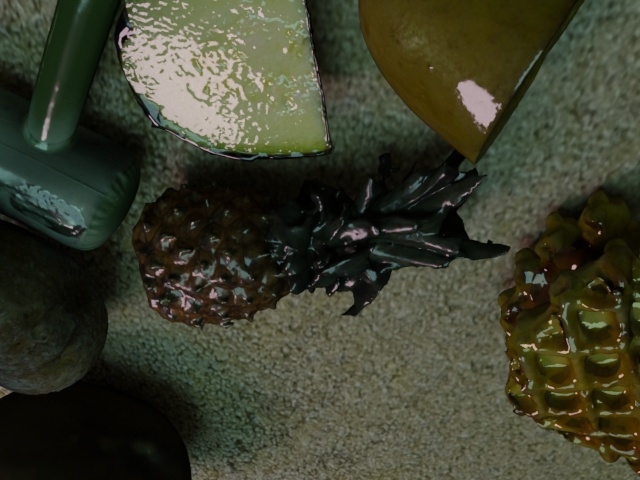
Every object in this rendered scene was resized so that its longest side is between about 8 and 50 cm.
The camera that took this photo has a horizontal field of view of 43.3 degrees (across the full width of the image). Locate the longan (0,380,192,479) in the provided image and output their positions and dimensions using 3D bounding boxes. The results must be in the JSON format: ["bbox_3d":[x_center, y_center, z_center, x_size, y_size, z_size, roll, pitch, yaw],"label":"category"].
[{"bbox_3d":[-0.336,0.338,1.080,0.319,0.319,0.319,8,132,9],"label":"longan"}]

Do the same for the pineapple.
[{"bbox_3d":[0.000,0.004,0.791,0.365,0.165,0.165,-7,129,18],"label":"pineapple"}]

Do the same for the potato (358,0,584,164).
[{"bbox_3d":[0.108,-0.176,0.604,0.158,0.178,0.203,35,157,4],"label":"potato"}]

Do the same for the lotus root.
[{"bbox_3d":[-0.335,0.071,0.868,0.175,0.175,0.349,7,158,9],"label":"lotus root"}]

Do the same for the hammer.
[{"bbox_3d":[-0.242,-0.150,0.757,0.206,0.119,0.335,26,126,-9],"label":"hammer"}]

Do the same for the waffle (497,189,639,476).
[{"bbox_3d":[0.332,0.110,0.799,0.324,0.151,0.261,30,129,-10],"label":"waffle"}]

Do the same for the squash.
[{"bbox_3d":[-0.079,-0.169,0.702,0.184,0.085,0.192,4,131,16],"label":"squash"}]
